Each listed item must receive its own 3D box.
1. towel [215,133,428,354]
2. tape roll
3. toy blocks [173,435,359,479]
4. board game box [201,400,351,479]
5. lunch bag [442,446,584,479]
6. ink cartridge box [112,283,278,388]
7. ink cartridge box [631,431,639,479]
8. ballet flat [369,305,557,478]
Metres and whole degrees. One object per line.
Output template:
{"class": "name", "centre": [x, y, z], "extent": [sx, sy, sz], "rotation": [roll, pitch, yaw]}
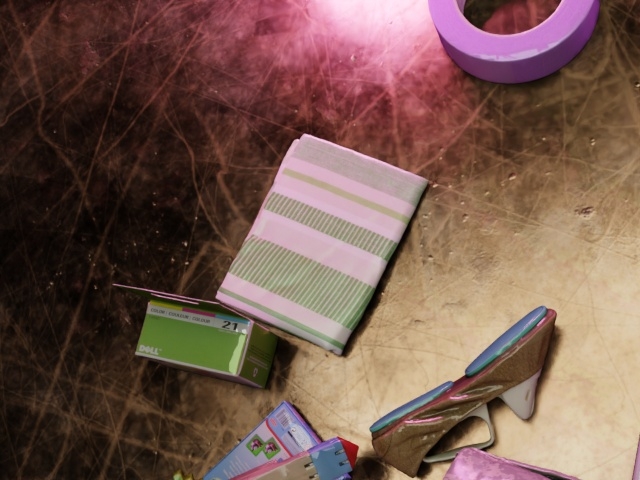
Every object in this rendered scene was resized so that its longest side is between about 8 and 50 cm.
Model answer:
{"class": "towel", "centre": [0.000, 0.000, 1.645], "extent": [0.247, 0.038, 0.325], "rotation": [23, 78, 18]}
{"class": "tape roll", "centre": [0.319, -0.403, 1.643], "extent": [0.274, 0.090, 0.275], "rotation": [-5, 73, 15]}
{"class": "toy blocks", "centre": [-0.020, 0.462, 1.446], "extent": [0.260, 0.191, 0.382], "rotation": [-22, 87, -7]}
{"class": "board game box", "centre": [-0.081, 0.385, 1.566], "extent": [0.211, 0.039, 0.160], "rotation": [-43, 67, 2]}
{"class": "lunch bag", "centre": [0.283, 0.427, 1.314], "extent": [0.305, 0.212, 0.256], "rotation": [9, 75, 39]}
{"class": "ink cartridge box", "centre": [-0.202, 0.151, 1.555], "extent": [0.188, 0.255, 0.097], "rotation": [10, 78, 20]}
{"class": "ink cartridge box", "centre": [0.563, 0.434, 1.335], "extent": [0.307, 0.072, 0.304], "rotation": [11, 77, 18]}
{"class": "ballet flat", "centre": [0.235, 0.240, 1.480], "extent": [0.342, 0.116, 0.124], "rotation": [-37, 87, 5]}
